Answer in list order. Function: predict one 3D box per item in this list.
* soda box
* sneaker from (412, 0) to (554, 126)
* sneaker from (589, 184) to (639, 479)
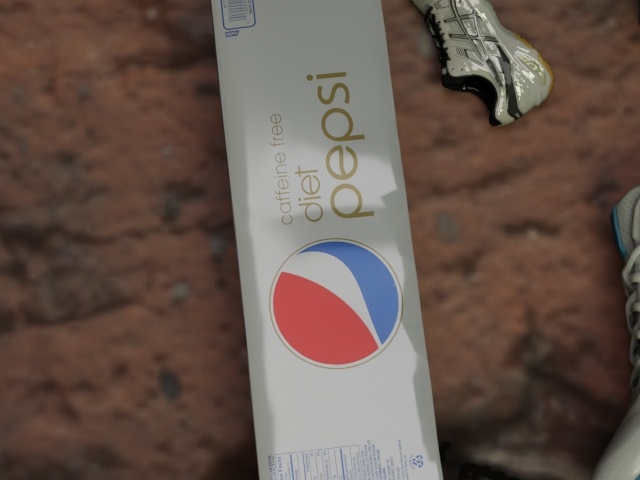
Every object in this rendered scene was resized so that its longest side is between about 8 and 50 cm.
[{"bbox_3d":[0.000,0.000,0.588,0.069,0.074,0.216,-6,76,-1],"label":"soda box"},{"bbox_3d":[0.060,-0.084,0.631,0.037,0.032,0.083,-43,79,-10],"label":"sneaker"},{"bbox_3d":[0.144,0.023,0.592,0.083,0.071,0.190,30,69,14],"label":"sneaker"}]
